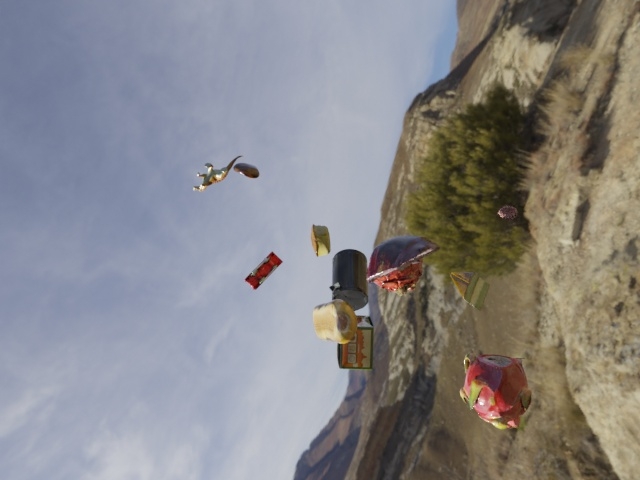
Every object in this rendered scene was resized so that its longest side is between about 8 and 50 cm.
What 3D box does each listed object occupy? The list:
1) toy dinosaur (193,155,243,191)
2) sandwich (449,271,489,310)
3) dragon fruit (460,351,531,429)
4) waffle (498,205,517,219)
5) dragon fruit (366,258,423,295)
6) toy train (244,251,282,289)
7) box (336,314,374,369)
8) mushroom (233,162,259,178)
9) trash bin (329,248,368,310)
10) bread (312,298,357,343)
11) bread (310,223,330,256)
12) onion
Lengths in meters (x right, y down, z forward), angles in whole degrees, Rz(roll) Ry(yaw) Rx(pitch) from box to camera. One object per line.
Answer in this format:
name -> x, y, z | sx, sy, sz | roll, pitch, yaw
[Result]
toy dinosaur -> -0.394, -0.249, 1.759 | 0.212, 0.057, 0.142 | -17, -19, -15
sandwich -> 0.659, 0.230, 2.078 | 0.144, 0.117, 0.187 | -58, 17, -16
dragon fruit -> 0.568, 0.482, 1.468 | 0.224, 0.224, 0.227 | -25, -57, -74
waffle -> 0.883, -0.132, 2.134 | 0.075, 0.083, 0.029 | -40, -46, -20
dragon fruit -> 0.418, 0.177, 2.285 | 0.317, 0.205, 0.152 | -34, 11, 3
toy train -> -0.294, 0.156, 2.315 | 0.204, 0.083, 0.131 | -46, 4, -11
box -> 0.140, 0.417, 1.878 | 0.195, 0.148, 0.178 | -69, -20, -85
mushroom -> -0.311, -0.300, 1.920 | 0.123, 0.123, 0.052 | -35, -33, -70
trash bin -> 0.164, 0.221, 2.492 | 0.203, 0.252, 0.302 | -42, 28, 33
bread -> 0.048, 0.272, 1.533 | 0.305, 0.091, 0.142 | 144, 122, -73
bread -> 0.001, 0.008, 2.013 | 0.156, 0.086, 0.125 | 78, -174, -64
onion -> 0.333, 0.039, 1.814 | 0.314, 0.146, 0.280 | -11, -17, -47
